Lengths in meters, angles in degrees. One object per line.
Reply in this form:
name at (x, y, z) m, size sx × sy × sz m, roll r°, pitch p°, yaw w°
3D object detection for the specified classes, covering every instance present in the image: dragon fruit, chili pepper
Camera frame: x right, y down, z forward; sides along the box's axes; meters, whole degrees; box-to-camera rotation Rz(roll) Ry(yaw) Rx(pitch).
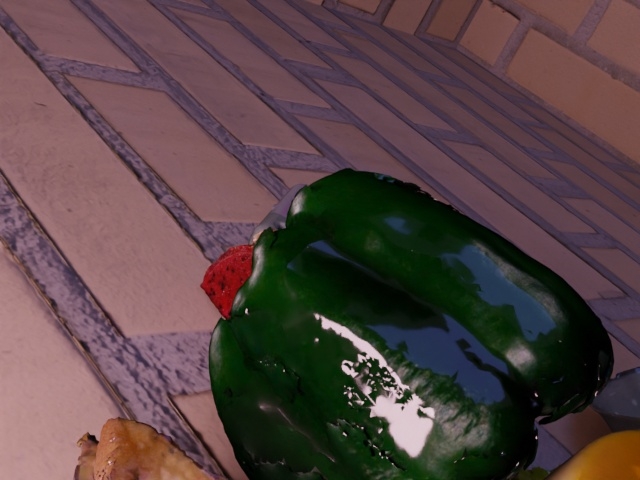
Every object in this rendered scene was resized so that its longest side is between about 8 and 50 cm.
dragon fruit at (-0.032, 0.053, 0.843) m, size 0.083 × 0.106 × 0.162 m, roll 11°, pitch 25°, yaw -39°
chili pepper at (0.057, 0.084, 0.668) m, size 0.257 × 0.233 × 0.248 m, roll 40°, pitch 47°, yaw 12°

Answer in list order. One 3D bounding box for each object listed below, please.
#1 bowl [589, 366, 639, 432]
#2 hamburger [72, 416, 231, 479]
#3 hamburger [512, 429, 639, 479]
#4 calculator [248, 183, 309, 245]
bowl at (0.460, 0.218, 0.962) m, size 0.314 × 0.146 × 0.313 m, roll -11°, pitch 1°, yaw 0°
hamburger at (-0.092, 0.190, 0.514) m, size 0.176 × 0.087 × 0.102 m, roll 38°, pitch 35°, yaw 2°
hamburger at (0.240, 0.268, 0.604) m, size 0.276 × 0.179 × 0.294 m, roll 24°, pitch 26°, yaw -5°
calculator at (0.000, 0.000, 1.074) m, size 0.141 × 0.045 × 0.246 m, roll 29°, pitch 23°, yaw 3°
